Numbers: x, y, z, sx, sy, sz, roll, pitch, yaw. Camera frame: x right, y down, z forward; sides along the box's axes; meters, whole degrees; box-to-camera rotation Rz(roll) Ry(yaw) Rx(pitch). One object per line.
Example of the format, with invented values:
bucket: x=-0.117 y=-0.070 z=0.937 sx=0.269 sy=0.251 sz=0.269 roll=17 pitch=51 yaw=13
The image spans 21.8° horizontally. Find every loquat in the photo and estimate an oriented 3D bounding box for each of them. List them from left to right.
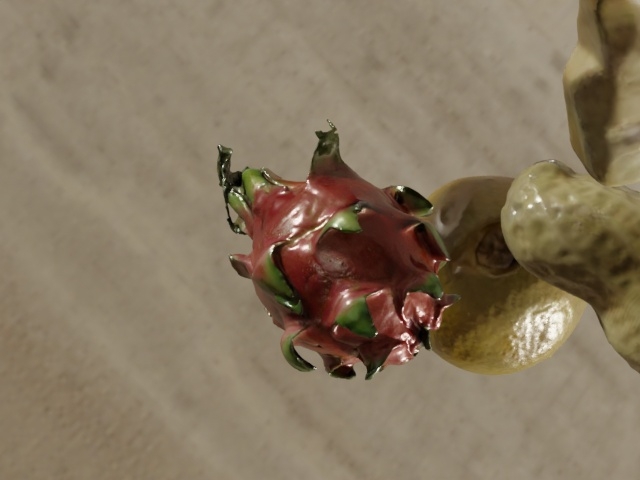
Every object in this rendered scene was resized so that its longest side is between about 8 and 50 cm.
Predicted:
loquat: x=0.188 y=0.038 z=1.747 sx=0.213 sy=0.213 sz=0.213 roll=24 pitch=-42 yaw=23

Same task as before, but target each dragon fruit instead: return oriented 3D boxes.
dragon fruit: x=0.001 y=-0.003 z=1.188 sx=0.137 sy=0.135 sz=0.236 roll=-44 pitch=-124 yaw=16

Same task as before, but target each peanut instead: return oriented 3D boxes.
peanut: x=0.285 y=0.035 z=1.478 sx=0.290 sy=0.130 sz=0.130 roll=42 pitch=-37 yaw=15

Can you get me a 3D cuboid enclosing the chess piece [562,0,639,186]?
chess piece: x=0.257 y=-0.118 z=0.787 sx=0.137 sy=0.301 sz=0.137 roll=160 pitch=-90 yaw=-88
